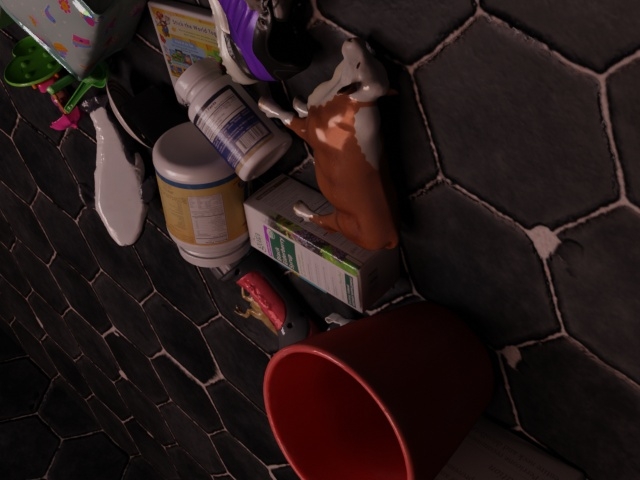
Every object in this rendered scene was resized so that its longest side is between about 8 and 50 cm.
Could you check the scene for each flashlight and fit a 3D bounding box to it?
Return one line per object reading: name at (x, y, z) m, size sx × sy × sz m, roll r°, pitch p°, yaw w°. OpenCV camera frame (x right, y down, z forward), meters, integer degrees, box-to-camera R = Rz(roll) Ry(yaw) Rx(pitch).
flashlight at (-0.092, 0.119, 1.591) m, size 0.304 × 0.103 × 0.103 m, roll 49°, pitch -171°, yaw -5°

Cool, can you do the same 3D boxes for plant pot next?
plant pot at (0.098, 0.221, 1.279) m, size 0.275 × 0.243 × 0.275 m, roll 25°, pitch 127°, yaw 38°

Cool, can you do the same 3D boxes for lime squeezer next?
lime squeezer at (-0.415, -0.280, 1.561) m, size 0.059 × 0.110 × 0.310 m, roll 62°, pitch 172°, yaw -8°

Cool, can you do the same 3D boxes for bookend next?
bookend at (-0.245, -0.155, 1.522) m, size 0.157 × 0.072 × 0.156 m, roll 46°, pitch 166°, yaw 37°

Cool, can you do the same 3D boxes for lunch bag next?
lunch bag at (-0.401, -0.416, 1.394) m, size 0.262 × 0.160 × 0.223 m, roll 46°, pitch 151°, yaw -2°

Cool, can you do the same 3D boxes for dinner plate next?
dinner plate at (-0.330, -0.216, 1.566) m, size 0.141 × 0.017 × 0.141 m, roll 57°, pitch -169°, yaw -17°

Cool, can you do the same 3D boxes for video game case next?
video game case at (-0.159, -0.253, 1.371) m, size 0.227 × 0.026 × 0.206 m, roll 25°, pitch 141°, yaw 39°

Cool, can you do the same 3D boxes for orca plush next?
orca plush at (-0.395, -0.135, 1.745) m, size 0.102 × 0.151 × 0.287 m, roll -77°, pitch -38°, yaw -81°

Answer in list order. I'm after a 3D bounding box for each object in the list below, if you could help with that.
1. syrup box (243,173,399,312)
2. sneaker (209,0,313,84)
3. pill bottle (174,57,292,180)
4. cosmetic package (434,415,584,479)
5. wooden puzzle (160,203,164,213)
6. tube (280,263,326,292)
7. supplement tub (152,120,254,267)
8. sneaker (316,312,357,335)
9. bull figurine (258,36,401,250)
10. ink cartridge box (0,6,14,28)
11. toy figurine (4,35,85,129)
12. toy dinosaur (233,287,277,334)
syrup box at (0.000, 0.000, 1.356) m, size 0.236 × 0.096 × 0.093 m, roll 29°, pitch 143°, yaw 32°
sneaker at (-0.083, -0.330, 1.123) m, size 0.146 × 0.102 × 0.293 m, roll 12°, pitch 136°, yaw 43°
pill bottle at (-0.127, -0.175, 1.287) m, size 0.169 × 0.094 × 0.094 m, roll 49°, pitch 150°, yaw 6°
cosmetic package at (0.154, 0.497, 1.384) m, size 0.329 × 0.393 × 0.327 m, roll 28°, pitch 142°, yaw 36°
wooden puzzle at (-0.268, -0.042, 1.757) m, size 0.116 × 0.014 × 0.078 m, roll 43°, pitch 153°, yaw 15°
tube at (-0.068, 0.010, 1.514) m, size 0.207 × 0.052 × 0.080 m, roll 33°, pitch 154°, yaw 20°
supplement tub at (-0.176, -0.071, 1.411) m, size 0.144 × 0.144 × 0.200 m, roll 31°, pitch 142°, yaw 32°
sneaker at (0.050, 0.219, 1.526) m, size 0.153 × 0.094 × 0.235 m, roll 28°, pitch 142°, yaw 37°
bull figurine at (0.026, -0.120, 1.189) m, size 0.188 × 0.101 × 0.310 m, roll 25°, pitch 139°, yaw 41°
ink cartridge box at (-0.636, -0.502, 1.573) m, size 0.117 × 0.201 × 0.278 m, roll 24°, pitch 140°, yaw 38°
toy figurine at (-0.519, -0.292, 1.752) m, size 0.173 × 0.130 × 0.159 m, roll 54°, pitch 169°, yaw 44°
toy dinosaur at (-0.112, 0.131, 1.692) m, size 0.092 × 0.053 × 0.183 m, roll 10°, pitch 131°, yaw 47°
